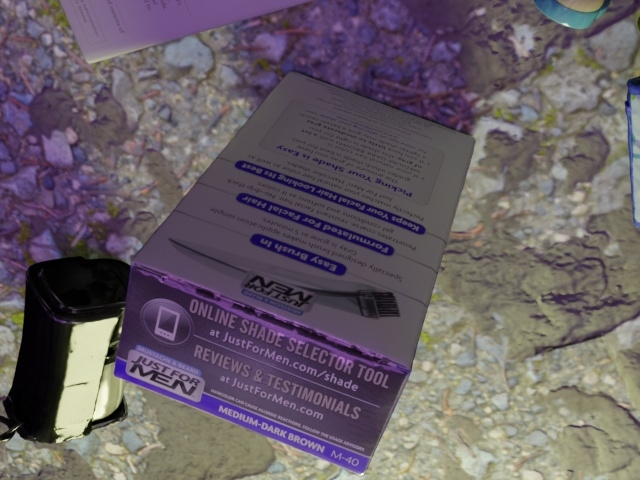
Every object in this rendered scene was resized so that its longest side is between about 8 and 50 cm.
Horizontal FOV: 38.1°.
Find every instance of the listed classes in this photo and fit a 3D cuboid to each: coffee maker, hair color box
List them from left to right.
[{"bbox_3d":[-0.271,0.120,0.975,0.120,0.171,0.178,29,123,19],"label":"coffee maker"},{"bbox_3d":[0.000,0.000,0.717,0.185,0.339,0.110,21,123,5],"label":"hair color box"}]

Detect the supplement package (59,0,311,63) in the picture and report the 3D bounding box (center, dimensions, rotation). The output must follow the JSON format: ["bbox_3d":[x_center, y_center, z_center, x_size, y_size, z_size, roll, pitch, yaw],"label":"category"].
[{"bbox_3d":[-0.046,-0.267,0.674,0.293,0.175,0.177,-9,114,22],"label":"supplement package"}]

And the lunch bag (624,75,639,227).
[{"bbox_3d":[0.317,-0.075,0.719,0.151,0.096,0.129,-8,117,11],"label":"lunch bag"}]

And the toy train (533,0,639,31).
[{"bbox_3d":[0.289,-0.190,0.670,0.248,0.105,0.143,21,140,-3],"label":"toy train"}]
